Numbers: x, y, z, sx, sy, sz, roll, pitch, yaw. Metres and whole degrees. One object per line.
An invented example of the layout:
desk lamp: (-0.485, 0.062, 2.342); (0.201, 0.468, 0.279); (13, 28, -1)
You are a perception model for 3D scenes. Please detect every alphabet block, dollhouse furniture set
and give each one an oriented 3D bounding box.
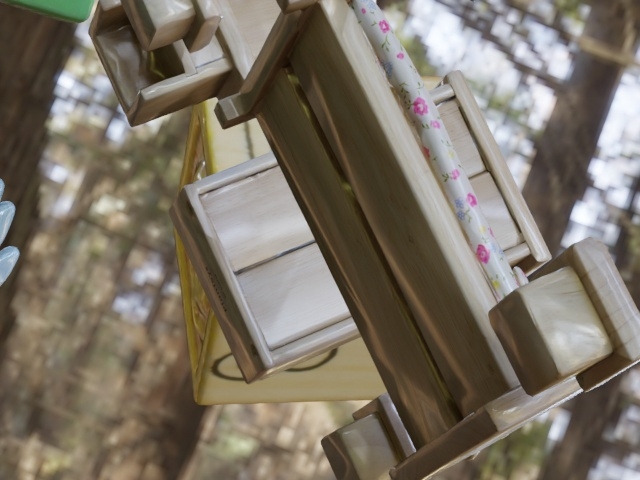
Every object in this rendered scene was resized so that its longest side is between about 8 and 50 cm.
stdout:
alphabet block: (0.000, 0.000, 1.385); (0.197, 0.193, 0.192); (0, -39, -13)
dollhouse furniture set: (0.051, -0.064, 0.811); (0.303, 0.173, 0.355); (64, -20, 9)

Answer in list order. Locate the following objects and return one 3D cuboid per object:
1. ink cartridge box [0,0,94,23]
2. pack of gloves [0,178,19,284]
ink cartridge box: (-0.247, -0.261, 0.990); (0.289, 0.211, 0.121); (14, 7, -24)
pack of gloves: (-0.281, 0.026, 1.010); (0.195, 0.232, 0.046); (45, -9, -37)
